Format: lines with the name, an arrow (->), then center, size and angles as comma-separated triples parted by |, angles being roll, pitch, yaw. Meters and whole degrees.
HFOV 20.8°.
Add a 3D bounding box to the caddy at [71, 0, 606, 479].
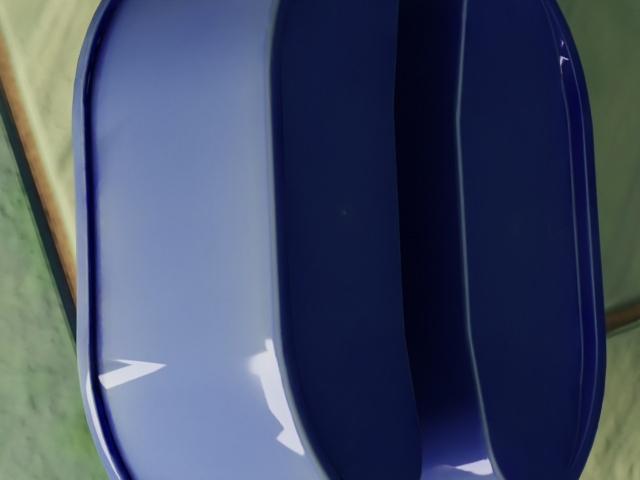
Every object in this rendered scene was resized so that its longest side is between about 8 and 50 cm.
caddy -> 0.000, 0.000, 0.857 | 0.241, 0.179, 0.341 | 5, 79, -41
